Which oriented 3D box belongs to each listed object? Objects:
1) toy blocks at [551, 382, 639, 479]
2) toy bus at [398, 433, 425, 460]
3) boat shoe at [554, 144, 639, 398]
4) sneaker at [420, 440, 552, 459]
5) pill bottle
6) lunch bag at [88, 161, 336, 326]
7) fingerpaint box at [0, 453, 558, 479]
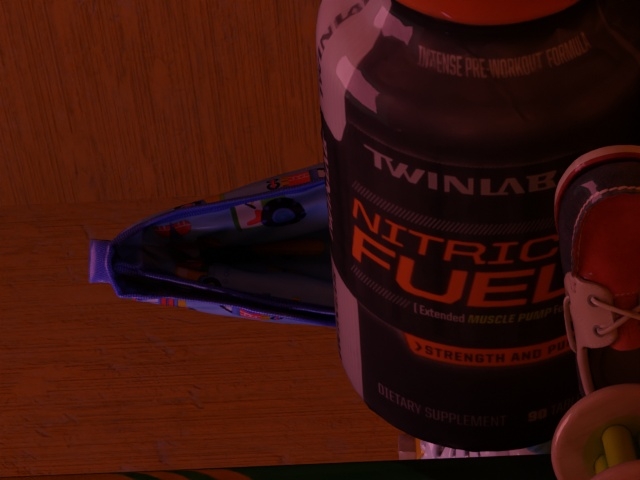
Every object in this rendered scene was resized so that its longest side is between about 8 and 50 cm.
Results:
[{"bbox_3d":[0.106,0.133,0.606,0.148,0.054,0.123,-89,-5,-63],"label":"toy blocks"},{"bbox_3d":[0.111,0.152,1.464,0.202,0.104,0.191,-86,-8,-72],"label":"toy bus"},{"bbox_3d":[0.104,0.023,0.651,0.137,0.049,0.043,79,-166,-50],"label":"boat shoe"},{"bbox_3d":[0.104,0.113,1.124,0.229,0.092,0.087,80,-171,-84],"label":"sneaker"},{"bbox_3d":[0.064,-0.039,0.748,0.246,0.130,0.130,85,-177,-46],"label":"pill bottle"},{"bbox_3d":[0.000,0.000,1.193,0.221,0.293,0.138,-33,-59,-87],"label":"lunch bag"},{"bbox_3d":[-0.036,0.314,0.774,0.163,0.371,0.445,74,-166,-81],"label":"fingerpaint box"}]
